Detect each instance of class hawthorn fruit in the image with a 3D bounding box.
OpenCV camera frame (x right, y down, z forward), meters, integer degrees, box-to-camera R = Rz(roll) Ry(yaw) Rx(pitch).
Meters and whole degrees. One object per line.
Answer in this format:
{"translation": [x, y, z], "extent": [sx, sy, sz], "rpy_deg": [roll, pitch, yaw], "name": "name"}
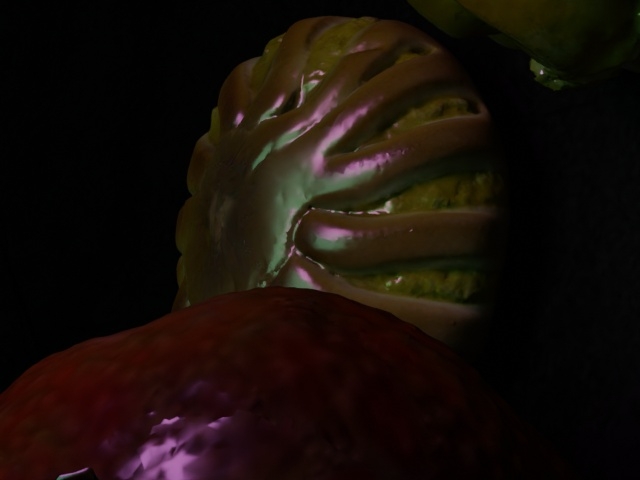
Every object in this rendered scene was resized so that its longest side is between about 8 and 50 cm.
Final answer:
{"translation": [-0.035, 0.173, 0.653], "extent": [0.369, 0.284, 0.285], "rpy_deg": [136, 139, -68], "name": "hawthorn fruit"}

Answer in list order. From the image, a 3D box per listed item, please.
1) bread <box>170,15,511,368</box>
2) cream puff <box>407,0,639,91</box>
{"translation": [0.000, 0.000, 0.785], "extent": [0.213, 0.104, 0.213], "rpy_deg": [-23, 59, 46], "name": "bread"}
{"translation": [0.093, -0.159, 0.645], "extent": [0.194, 0.194, 0.221], "rpy_deg": [-32, 50, 46], "name": "cream puff"}
